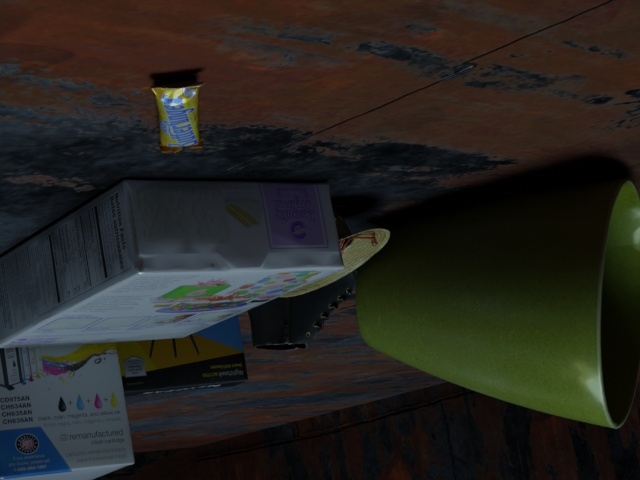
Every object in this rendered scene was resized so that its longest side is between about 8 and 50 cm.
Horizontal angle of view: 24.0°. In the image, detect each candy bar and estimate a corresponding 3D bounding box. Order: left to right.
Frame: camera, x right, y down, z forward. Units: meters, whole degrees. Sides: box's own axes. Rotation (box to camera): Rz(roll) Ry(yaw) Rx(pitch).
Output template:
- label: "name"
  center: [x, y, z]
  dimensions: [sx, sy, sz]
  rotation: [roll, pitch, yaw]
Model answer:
- label: "candy bar"
  center: [-0.111, -0.099, 1.183]
  dimensions: [0.040, 0.018, 0.161]
  rotation: [-8, 167, -6]

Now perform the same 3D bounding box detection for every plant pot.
- label: "plant pot"
  center: [0.198, 0.064, 1.705]
  dimensions: [0.293, 0.275, 0.275]
  rotation: [2, 173, 21]

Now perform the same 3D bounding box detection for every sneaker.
- label: "sneaker"
  center: [0.010, 0.069, 1.833]
  dimensions: [0.222, 0.118, 0.083]
  rotation: [-6, 168, -15]

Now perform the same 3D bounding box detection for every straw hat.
- label: "straw hat"
  center: [0.000, 0.000, 1.637]
  dimensions: [0.144, 0.061, 0.144]
  rotation: [-25, 164, -8]

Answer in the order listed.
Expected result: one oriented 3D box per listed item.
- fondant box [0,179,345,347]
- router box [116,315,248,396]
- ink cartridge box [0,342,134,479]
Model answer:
- label: "fondant box"
  center: [-0.169, 0.029, 1.555]
  dimensions: [0.238, 0.096, 0.330]
  rotation: [-1, 166, -36]
- label: "router box"
  center: [-0.186, 0.122, 1.892]
  dimensions: [0.178, 0.133, 0.046]
  rotation: [-3, 167, -32]
- label: "ink cartridge box"
  center: [-0.337, 0.161, 1.711]
  dimensions: [0.171, 0.233, 0.168]
  rotation: [0, 163, -37]
